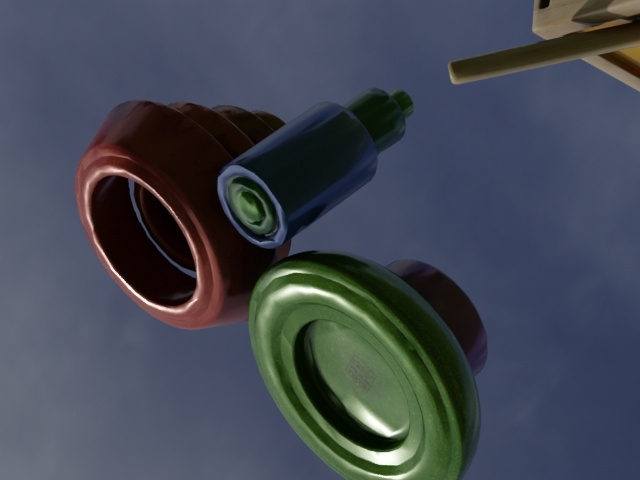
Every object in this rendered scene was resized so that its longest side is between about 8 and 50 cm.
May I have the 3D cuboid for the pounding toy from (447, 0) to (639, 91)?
[{"bbox_3d":[0.151,-0.104,0.806,0.141,0.130,0.100,22,-112,-38],"label":"pounding toy"}]

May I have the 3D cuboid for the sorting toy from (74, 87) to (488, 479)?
[{"bbox_3d":[0.000,0.000,0.351,0.102,0.061,0.042,36,-129,25],"label":"sorting toy"}]
